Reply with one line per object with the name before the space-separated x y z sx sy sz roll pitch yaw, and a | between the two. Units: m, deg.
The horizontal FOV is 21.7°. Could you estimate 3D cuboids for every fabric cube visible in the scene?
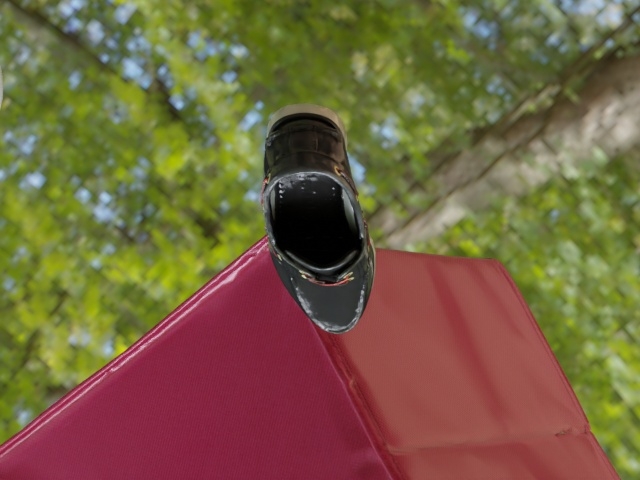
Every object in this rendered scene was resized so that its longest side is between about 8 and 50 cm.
fabric cube | 0.005 0.170 0.937 0.258 0.254 0.259 6 -128 -58

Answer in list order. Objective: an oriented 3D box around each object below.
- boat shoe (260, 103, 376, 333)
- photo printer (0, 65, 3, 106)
boat shoe | -0.002 0.000 0.741 0.049 0.133 0.042 -4 -132 5
photo printer | -0.395 -0.090 1.292 0.107 0.307 0.256 54 176 15
